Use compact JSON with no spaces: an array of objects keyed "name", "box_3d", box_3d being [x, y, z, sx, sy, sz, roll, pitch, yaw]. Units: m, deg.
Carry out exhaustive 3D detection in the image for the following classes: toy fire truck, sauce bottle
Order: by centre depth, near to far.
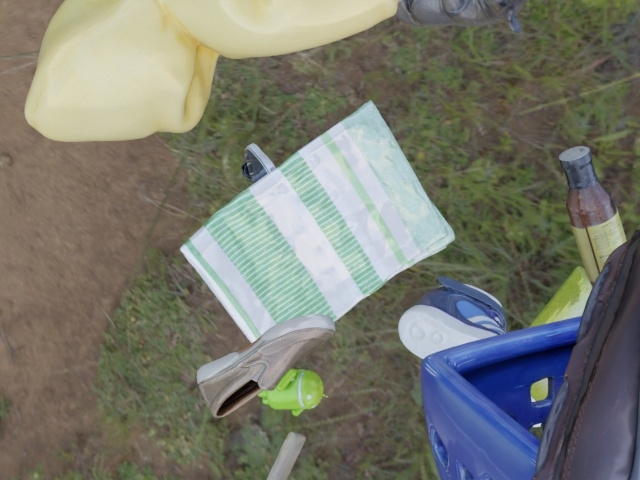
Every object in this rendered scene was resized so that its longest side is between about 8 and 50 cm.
[{"name":"sauce bottle","box_3d":[0.233,-0.018,0.775,0.042,0.042,0.128,-29,115,-16]},{"name":"toy fire truck","box_3d":[-0.078,0.441,1.476,0.158,0.217,0.246,-18,64,2]}]

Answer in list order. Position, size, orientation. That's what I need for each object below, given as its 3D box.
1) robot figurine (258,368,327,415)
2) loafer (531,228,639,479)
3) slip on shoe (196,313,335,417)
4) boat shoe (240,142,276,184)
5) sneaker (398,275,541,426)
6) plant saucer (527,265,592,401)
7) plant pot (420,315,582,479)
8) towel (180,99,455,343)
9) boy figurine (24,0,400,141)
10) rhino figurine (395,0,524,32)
[{"name":"robot figurine","box_3d":[-0.047,0.252,1.544,0.101,0.115,0.067,67,27,-45]},{"name":"loafer","box_3d":[0.136,0.123,0.389,0.109,0.095,0.302,25,73,-13]},{"name":"slip on shoe","box_3d":[-0.043,0.103,0.747,0.135,0.041,0.051,-27,150,20]},{"name":"boat shoe","box_3d":[-0.099,-0.112,1.373,0.040,0.142,0.049,-29,111,-7]},{"name":"sneaker","box_3d":[0.319,0.182,1.641,0.236,0.323,0.130,-23,137,-52]},{"name":"plant saucer","box_3d":[0.381,0.167,1.312,0.188,0.045,0.188,44,81,-22]},{"name":"plant pot","box_3d":[0.230,0.202,0.700,0.236,0.236,0.212,-11,112,-21]},{"name":"towel","box_3d":[0.000,0.000,1.260,0.325,0.038,0.248,-35,115,0]},{"name":"boy figurine","box_3d":[-0.026,-0.149,0.400,0.177,0.092,0.285,39,106,11]},{"name":"rhino figurine","box_3d":[0.164,-0.293,1.075,0.106,0.243,0.073,43,74,-41]}]
